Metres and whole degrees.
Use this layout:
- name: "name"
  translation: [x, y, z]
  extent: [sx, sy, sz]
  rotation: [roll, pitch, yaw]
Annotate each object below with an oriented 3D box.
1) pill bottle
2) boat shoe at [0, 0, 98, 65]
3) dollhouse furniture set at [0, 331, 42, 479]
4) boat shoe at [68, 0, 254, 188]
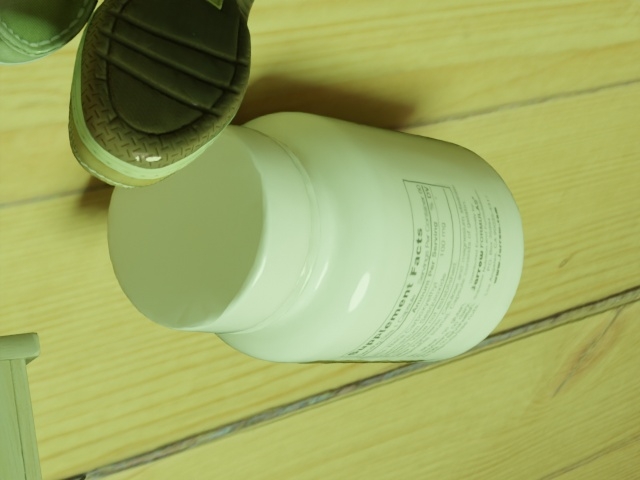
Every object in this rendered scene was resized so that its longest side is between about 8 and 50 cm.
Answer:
- name: "pill bottle"
  translation: [0.000, 0.000, 0.933]
  extent: [0.229, 0.131, 0.131]
  rotation: [6, 125, -55]
- name: "boat shoe"
  translation: [-0.110, -0.158, 0.610]
  extent: [0.109, 0.094, 0.302]
  rotation: [-32, 151, -22]
- name: "dollhouse furniture set"
  translation: [-0.269, 0.178, 0.900]
  extent: [0.286, 0.198, 0.303]
  rotation: [-6, 171, -19]
- name: "boat shoe"
  translation: [-0.069, -0.074, 0.726]
  extent: [0.072, 0.068, 0.190]
  rotation: [-42, -163, 34]
